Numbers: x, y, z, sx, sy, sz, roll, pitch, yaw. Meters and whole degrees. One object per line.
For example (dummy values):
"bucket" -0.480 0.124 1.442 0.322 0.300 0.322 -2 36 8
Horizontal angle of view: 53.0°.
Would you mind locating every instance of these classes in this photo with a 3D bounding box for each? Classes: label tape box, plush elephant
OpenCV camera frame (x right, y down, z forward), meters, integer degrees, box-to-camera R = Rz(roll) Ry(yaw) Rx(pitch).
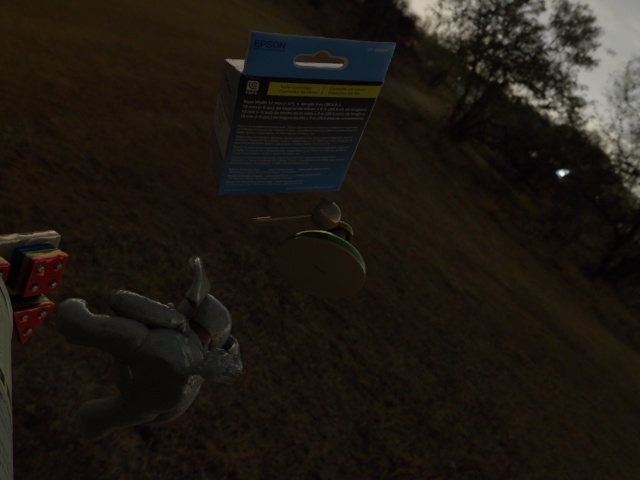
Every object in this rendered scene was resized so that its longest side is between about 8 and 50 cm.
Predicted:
"label tape box" -0.048 -0.235 1.131 0.249 0.347 0.115 -3 51 -22
"plush elephant" -0.272 0.180 1.175 0.255 0.330 0.271 -62 144 -68

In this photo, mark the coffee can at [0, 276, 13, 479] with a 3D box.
"coffee can" -0.266 0.117 0.330 0.202 0.201 0.275 29 9 -34

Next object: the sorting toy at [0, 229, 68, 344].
"sorting toy" -0.654 0.119 1.317 0.089 0.255 0.257 31 17 19

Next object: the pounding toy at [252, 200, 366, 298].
"pounding toy" 0.000 0.000 1.250 0.236 0.183 0.110 62 34 -40
